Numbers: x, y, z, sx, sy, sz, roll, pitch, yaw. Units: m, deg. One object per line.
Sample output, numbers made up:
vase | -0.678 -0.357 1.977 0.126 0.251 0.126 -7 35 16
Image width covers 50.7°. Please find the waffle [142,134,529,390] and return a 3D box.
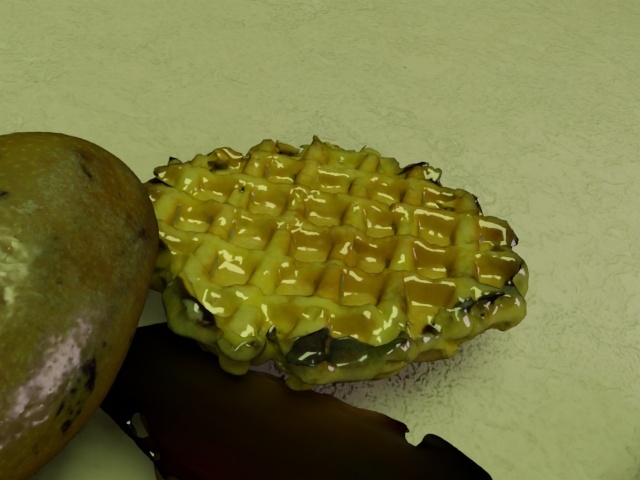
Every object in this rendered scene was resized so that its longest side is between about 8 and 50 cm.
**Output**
waffle | 0.000 0.000 0.690 0.382 0.095 0.379 -11 39 -30

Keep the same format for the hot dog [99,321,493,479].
hot dog | -0.039 0.183 0.559 0.326 0.107 0.194 30 32 29

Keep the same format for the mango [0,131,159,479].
mango | -0.214 0.047 0.456 0.177 0.175 0.329 6 38 -4
